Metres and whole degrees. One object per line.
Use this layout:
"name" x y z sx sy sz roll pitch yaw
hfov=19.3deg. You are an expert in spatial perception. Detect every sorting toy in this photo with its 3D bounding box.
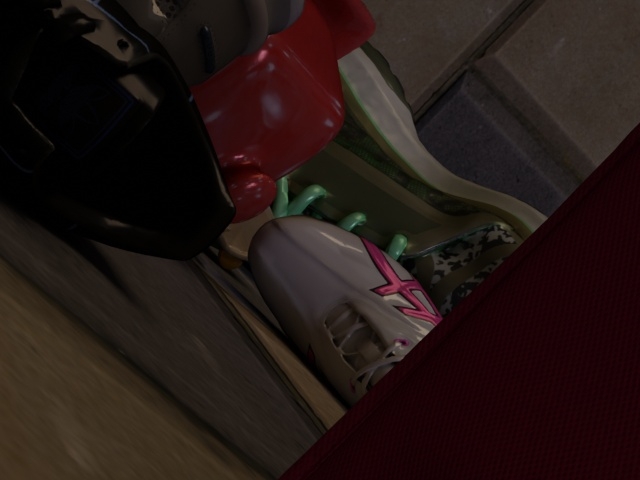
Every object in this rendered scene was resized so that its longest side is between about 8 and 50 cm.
"sorting toy" -0.066 -0.026 1.014 0.075 0.045 0.083 26 -30 43

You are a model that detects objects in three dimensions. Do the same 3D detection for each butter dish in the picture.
"butter dish" -0.053 -0.063 0.887 0.160 0.160 0.118 42 26 -61

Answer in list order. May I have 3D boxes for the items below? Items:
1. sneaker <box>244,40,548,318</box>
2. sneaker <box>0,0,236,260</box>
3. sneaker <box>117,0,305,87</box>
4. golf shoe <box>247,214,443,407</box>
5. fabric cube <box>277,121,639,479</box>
"sneaker" 0.000 0.000 1.134 0.182 0.158 0.410 3 30 -35
"sneaker" -0.105 -0.074 0.592 0.090 0.081 0.232 36 -5 43
"sneaker" -0.146 -0.136 0.782 0.281 0.115 0.105 24 -36 31
"golf shoe" 0.035 0.055 0.931 0.186 0.067 0.086 45 3 6
"fabric cube" 0.184 0.097 0.400 0.259 0.254 0.258 42 3 -30
